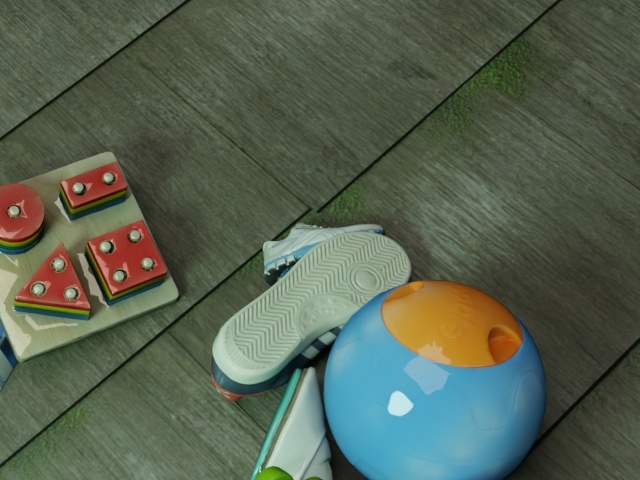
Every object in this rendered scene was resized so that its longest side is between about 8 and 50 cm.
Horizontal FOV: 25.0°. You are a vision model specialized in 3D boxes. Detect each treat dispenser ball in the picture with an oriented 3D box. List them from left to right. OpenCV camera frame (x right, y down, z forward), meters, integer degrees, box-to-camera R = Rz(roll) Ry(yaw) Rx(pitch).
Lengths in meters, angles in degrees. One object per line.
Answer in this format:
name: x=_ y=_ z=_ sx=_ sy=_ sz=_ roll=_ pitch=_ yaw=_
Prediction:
treat dispenser ball: x=0.147 y=0.195 z=1.874 sx=0.288 sy=0.288 sz=0.288 roll=-4 pitch=59 yaw=7

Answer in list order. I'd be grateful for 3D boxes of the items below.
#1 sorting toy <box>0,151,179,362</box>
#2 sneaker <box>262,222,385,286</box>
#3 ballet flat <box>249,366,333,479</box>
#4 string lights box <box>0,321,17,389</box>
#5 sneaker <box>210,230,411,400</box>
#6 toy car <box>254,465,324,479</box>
sorting toy: x=-0.370 y=0.009 z=2.118 sx=0.255 sy=0.089 sz=0.257 roll=-22 pitch=76 yaw=-20
sneaker: x=0.000 y=0.000 z=2.148 sx=0.190 sy=0.071 sz=0.083 roll=-16 pitch=52 yaw=0
ballet flat: x=-0.058 y=0.366 z=1.916 sx=0.139 sy=0.139 sz=0.400 roll=18 pitch=68 yaw=20
string lights box: x=-0.482 y=0.083 z=2.175 sx=0.133 sy=0.077 sz=0.260 roll=19 pitch=64 yaw=17
sneaker: x=-0.022 y=0.110 z=2.055 sx=0.350 sy=0.148 sz=0.131 roll=-29 pitch=71 yaw=-30
toy car: x=-0.020 y=0.401 z=1.790 sx=0.155 sy=0.149 sz=0.188 roll=23 pitch=91 yaw=48
